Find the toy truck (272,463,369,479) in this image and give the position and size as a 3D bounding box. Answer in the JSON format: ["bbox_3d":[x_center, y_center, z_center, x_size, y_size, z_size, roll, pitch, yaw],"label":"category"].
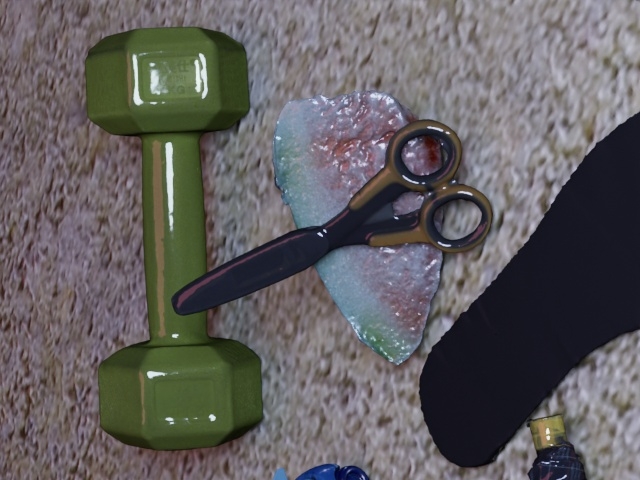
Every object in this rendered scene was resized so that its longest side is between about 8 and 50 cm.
[{"bbox_3d":[0.007,0.217,1.308,0.063,0.074,0.136,-44,60,45],"label":"toy truck"}]

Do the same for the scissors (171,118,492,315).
[{"bbox_3d":[0.000,0.000,1.237,0.220,0.017,0.088,-25,99,16],"label":"scissors"}]

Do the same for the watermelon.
[{"bbox_3d":[0.036,-0.013,1.259,0.094,0.081,0.180,5,113,36],"label":"watermelon"}]

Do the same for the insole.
[{"bbox_3d":[0.157,0.025,1.150,0.348,0.009,0.119,-50,53,42],"label":"insole"}]

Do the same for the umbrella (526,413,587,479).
[{"bbox_3d":[0.147,0.174,1.149,0.040,0.037,0.144,-13,83,24],"label":"umbrella"}]

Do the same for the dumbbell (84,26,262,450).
[{"bbox_3d":[-0.105,-0.001,1.407,0.108,0.121,0.302,-165,74,-81],"label":"dumbbell"}]
